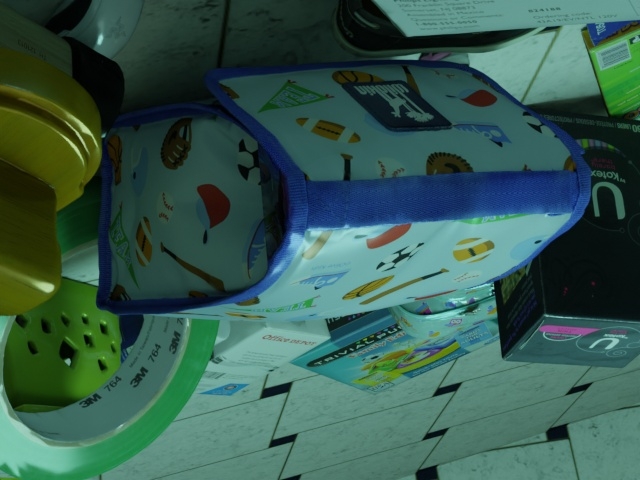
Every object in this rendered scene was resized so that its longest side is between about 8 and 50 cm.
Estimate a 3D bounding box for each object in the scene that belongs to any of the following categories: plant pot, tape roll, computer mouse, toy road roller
[{"bbox_3d":[-0.370,0.179,1.622,0.227,0.207,0.228,-29,157,23],"label":"plant pot"},{"bbox_3d":[-0.252,0.094,1.434,0.321,0.077,0.321,-21,124,-35],"label":"tape roll"},{"bbox_3d":[-0.221,-0.156,1.173,0.193,0.042,0.106,-34,152,33],"label":"computer mouse"},{"bbox_3d":[-0.315,-0.042,1.059,0.329,0.241,0.202,-30,140,29],"label":"toy road roller"}]

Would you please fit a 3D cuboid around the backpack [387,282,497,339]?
[{"bbox_3d":[0.164,0.032,1.759,0.188,0.166,0.144,-23,157,2],"label":"backpack"}]

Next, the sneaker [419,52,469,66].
[{"bbox_3d":[0.135,-0.135,1.464,0.072,0.077,0.178,-18,159,0],"label":"sneaker"}]

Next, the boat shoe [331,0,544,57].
[{"bbox_3d":[0.128,-0.220,1.249,0.233,0.084,0.079,-11,161,-14],"label":"boat shoe"}]

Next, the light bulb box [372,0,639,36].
[{"bbox_3d":[0.157,-0.289,0.772,0.357,0.225,0.361,-1,166,24],"label":"light bulb box"}]

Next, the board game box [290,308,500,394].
[{"bbox_3d":[0.117,0.131,2.070,0.253,0.079,0.336,-26,157,17],"label":"board game box"}]

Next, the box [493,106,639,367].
[{"bbox_3d":[0.299,-0.002,1.614,0.165,0.270,0.143,4,153,-14],"label":"box"}]

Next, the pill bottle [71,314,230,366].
[{"bbox_3d":[-0.214,0.126,1.747,0.186,0.112,0.112,-27,157,18],"label":"pill bottle"}]

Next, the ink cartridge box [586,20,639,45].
[{"bbox_3d":[0.353,-0.277,1.307,0.224,0.045,0.223,-31,156,7],"label":"ink cartridge box"}]

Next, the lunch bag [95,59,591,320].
[{"bbox_3d":[0.008,-0.044,1.261,0.327,0.239,0.385,-5,-178,-31],"label":"lunch bag"}]

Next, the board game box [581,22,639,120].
[{"bbox_3d":[0.379,-0.199,1.569,0.124,0.039,0.259,-22,155,11],"label":"board game box"}]

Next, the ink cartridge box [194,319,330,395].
[{"bbox_3d":[-0.112,0.134,1.883,0.203,0.086,0.148,-32,154,28],"label":"ink cartridge box"}]
